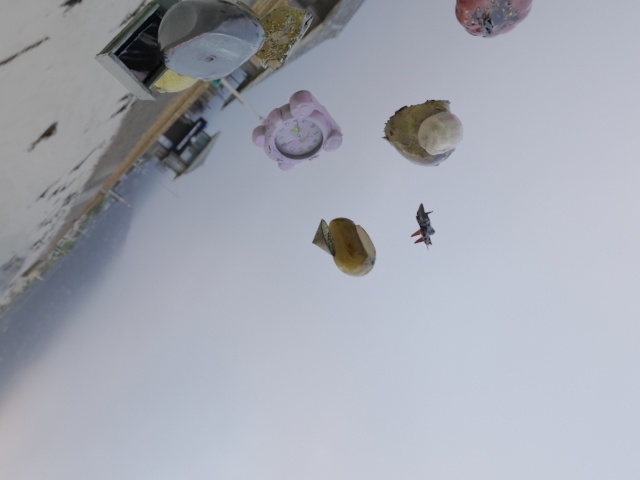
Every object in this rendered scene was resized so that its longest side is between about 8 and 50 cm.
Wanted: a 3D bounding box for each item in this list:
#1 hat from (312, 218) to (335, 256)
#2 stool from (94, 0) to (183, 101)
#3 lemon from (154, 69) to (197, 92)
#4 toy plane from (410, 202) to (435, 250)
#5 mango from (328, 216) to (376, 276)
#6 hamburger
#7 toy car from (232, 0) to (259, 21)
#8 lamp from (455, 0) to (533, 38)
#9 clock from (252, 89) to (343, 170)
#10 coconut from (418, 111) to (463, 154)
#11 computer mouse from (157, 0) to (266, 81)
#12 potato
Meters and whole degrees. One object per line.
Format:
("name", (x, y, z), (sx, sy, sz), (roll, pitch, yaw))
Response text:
("hat", (0.000, 0.000, 1.742), (0.067, 0.145, 0.146), (-18, -150, 12))
("stool", (-0.475, -0.544, 1.365), (0.243, 0.170, 0.270), (-51, -145, -7))
("lemon", (-0.532, -0.672, 1.726), (0.267, 0.267, 0.267), (-39, -156, 21))
("toy plane", (0.329, -0.060, 1.523), (0.061, 0.130, 0.189), (-11, -140, 30))
("mango", (0.118, 0.022, 1.905), (0.167, 0.130, 0.261), (-27, -109, 19))
("hamburger", (-0.173, -0.838, 1.954), (0.288, 0.192, 0.167), (-55, -162, 20))
("toy car", (-0.256, -0.665, 1.474), (0.257, 0.101, 0.124), (25, -91, 59))
("lamp", (0.412, -0.561, 1.140), (0.182, 0.182, 0.139), (-25, -128, 44))
("clock", (-0.101, -0.445, 2.023), (0.322, 0.295, 0.113), (-28, -136, 23))
("coconut", (0.328, -0.289, 1.296), (0.125, 0.110, 0.110), (-19, -172, -28))
("computer mouse", (-0.264, -0.487, 1.155), (0.374, 0.203, 0.114), (2, -95, 51))
("potato", (0.431, -0.413, 1.984), (0.301, 0.237, 0.288), (-15, 165, -9))
